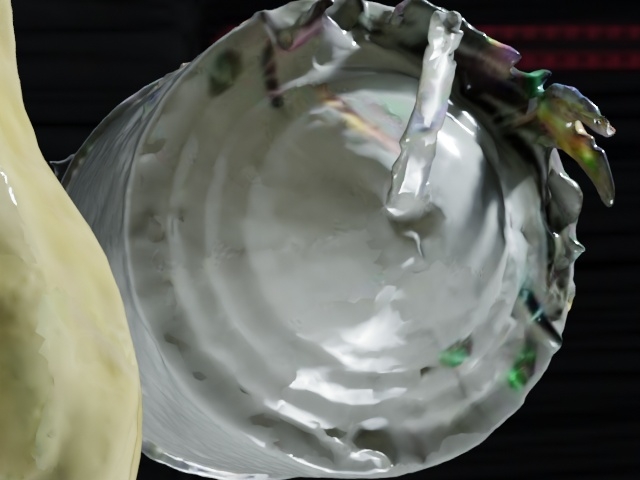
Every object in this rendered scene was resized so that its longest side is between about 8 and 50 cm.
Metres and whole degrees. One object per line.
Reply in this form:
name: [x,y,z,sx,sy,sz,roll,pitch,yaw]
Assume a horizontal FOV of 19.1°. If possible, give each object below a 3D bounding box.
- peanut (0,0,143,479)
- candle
peanut: [-0.132,-0.037,0.481,0.130,0.130,0.290,101,-27,-82]
candle: [0.000,0.000,0.734,0.330,0.187,0.187,160,-69,-71]
